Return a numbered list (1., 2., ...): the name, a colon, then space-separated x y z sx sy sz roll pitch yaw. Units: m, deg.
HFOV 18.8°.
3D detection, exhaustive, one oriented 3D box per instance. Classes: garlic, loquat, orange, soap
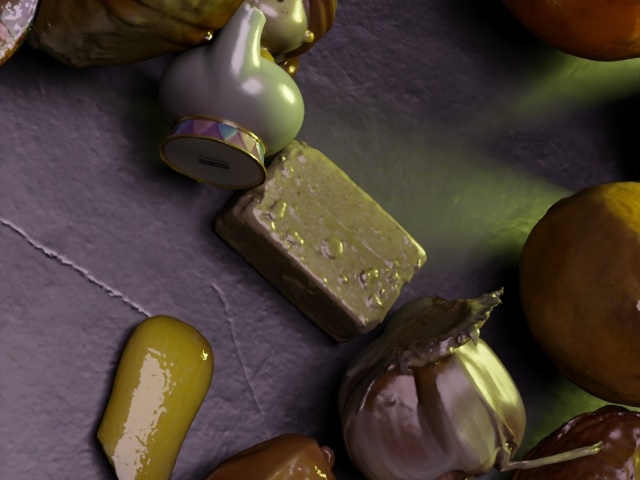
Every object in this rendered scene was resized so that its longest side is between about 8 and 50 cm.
1. garlic: 0.146 0.134 1.782 0.256 0.207 0.207 6 75 1
2. loquat: 0.308 0.053 1.894 0.238 0.193 0.238 18 34 -13
3. orange: 0.291 -0.324 1.951 0.284 0.226 0.284 7 76 -29
4. soap: -0.153 0.149 1.751 0.089 0.033 0.168 29 69 -15

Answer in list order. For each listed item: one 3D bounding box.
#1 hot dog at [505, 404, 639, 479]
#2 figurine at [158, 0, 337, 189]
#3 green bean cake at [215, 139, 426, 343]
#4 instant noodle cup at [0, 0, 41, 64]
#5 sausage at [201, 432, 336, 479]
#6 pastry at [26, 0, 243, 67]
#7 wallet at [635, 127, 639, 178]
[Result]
1. hot dog: 0.262 0.298 1.863 0.196 0.122 0.272 34 71 -12
2. figurine: -0.067 -0.183 1.790 0.142 0.189 0.263 15 66 -1
3. green bean cake: 0.000 0.000 1.824 0.179 0.085 0.109 44 66 -11
4. instant noodle cup: -0.367 -0.214 1.644 0.230 0.182 0.230 5 77 -22
5. sausage: -0.074 0.265 1.712 0.120 0.136 0.241 48 60 -1
6. pastry: -0.167 -0.308 1.708 0.136 0.329 0.330 21 67 -53
7. wallet: 0.462 -0.165 2.045 0.318 0.045 0.172 -21 132 -30
